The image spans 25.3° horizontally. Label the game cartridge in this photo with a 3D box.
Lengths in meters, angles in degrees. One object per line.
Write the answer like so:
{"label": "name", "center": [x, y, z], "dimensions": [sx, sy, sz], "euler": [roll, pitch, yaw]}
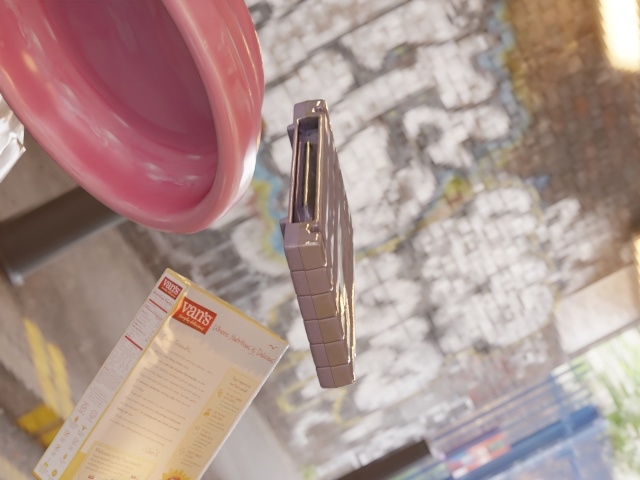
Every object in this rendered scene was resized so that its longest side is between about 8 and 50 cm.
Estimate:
{"label": "game cartridge", "center": [0.000, 0.000, 1.847], "dimensions": [0.355, 0.068, 0.230], "euler": [-88, 171, -57]}

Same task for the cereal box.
{"label": "cereal box", "center": [-0.155, 0.164, 1.421], "dimensions": [0.047, 0.240, 0.173], "euler": [31, -4, 42]}

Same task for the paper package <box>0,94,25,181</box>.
{"label": "paper package", "center": [-0.491, -0.124, 1.452], "dimensions": [0.309, 0.325, 0.168], "euler": [-74, 176, -60]}

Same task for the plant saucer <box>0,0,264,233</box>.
{"label": "plant saucer", "center": [-0.160, -0.162, 1.107], "dimensions": [0.332, 0.084, 0.332], "euler": [34, -34, 27]}
